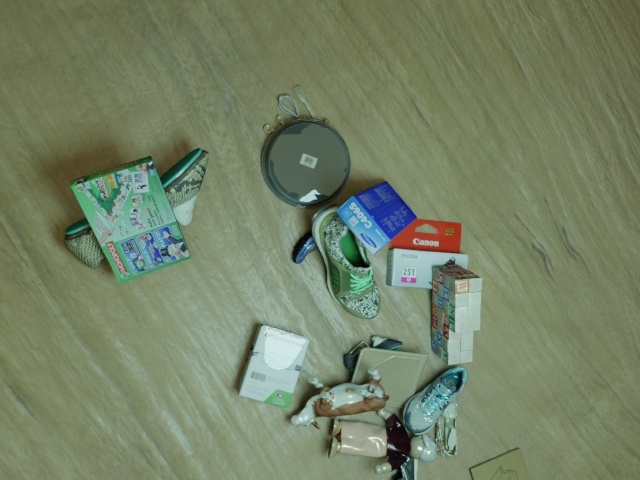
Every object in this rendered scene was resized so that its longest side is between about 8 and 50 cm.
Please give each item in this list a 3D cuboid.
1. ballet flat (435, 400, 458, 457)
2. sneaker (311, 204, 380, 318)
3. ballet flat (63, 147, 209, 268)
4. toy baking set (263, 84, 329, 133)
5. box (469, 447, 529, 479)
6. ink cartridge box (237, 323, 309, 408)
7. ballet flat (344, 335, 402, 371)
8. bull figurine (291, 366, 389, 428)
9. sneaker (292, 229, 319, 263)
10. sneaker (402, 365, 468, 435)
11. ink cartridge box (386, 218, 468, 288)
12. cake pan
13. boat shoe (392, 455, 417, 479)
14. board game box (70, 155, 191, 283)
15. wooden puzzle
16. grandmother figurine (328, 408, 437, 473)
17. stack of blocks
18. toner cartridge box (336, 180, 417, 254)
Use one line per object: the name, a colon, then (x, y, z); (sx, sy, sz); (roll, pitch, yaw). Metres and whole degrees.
ballet flat: (0.427, 0.605, 1.709); (0.091, 0.077, 0.240); (-3, 86, -14)
sneaker: (0.101, 0.094, 1.583); (0.158, 0.182, 0.410); (-30, 114, -12)
ballet flat: (-0.503, -0.079, 1.516); (0.483, 0.164, 0.182); (-34, 116, -8)
toy baking set: (-0.071, -0.378, 1.685); (0.197, 0.030, 0.256); (28, 80, -10)
box: (0.623, 0.829, 1.768); (0.201, 0.021, 0.164); (-16, 90, -15)
ink cartridge box: (-0.146, 0.382, 1.580); (0.160, 0.092, 0.219); (20, 81, -12)
ballet flat: (0.168, 0.354, 1.671); (0.203, 0.074, 0.074); (-24, 92, -8)
bull figurine: (0.053, 0.480, 1.554); (0.311, 0.188, 0.101); (-12, 49, -1)
sneaker: (0.000, 0.000, 1.652); (0.221, 0.083, 0.087); (-44, 105, -9)
sneaker: (0.367, 0.495, 1.635); (0.110, 0.122, 0.283); (41, 56, 19)
ink cartridge box: (0.367, 0.045, 1.745); (0.275, 0.060, 0.238); (5, 86, -13)
cake pan: (-0.041, -0.248, 1.648); (0.293, 0.054, 0.293); (-1, 94, -8)
boat shoe: (0.268, 0.785, 1.656); (0.079, 0.084, 0.233); (3, 78, -15)
board game box: (-0.512, -0.052, 1.412); (0.214, 0.046, 0.317); (-20, 123, -12)
wooden puzzle: (0.211, 0.440, 1.651); (0.239, 0.044, 0.220); (7, 114, -15)
grandmother figurine: (0.202, 0.633, 1.620); (0.343, 0.104, 0.207); (11, 58, -4)
stack of blocks: (0.433, 0.242, 1.651); (0.087, 0.171, 0.297); (-4, 103, -11)
toner cartridge box: (0.182, -0.079, 1.568); (0.075, 0.348, 0.165); (-43, 84, 26)
